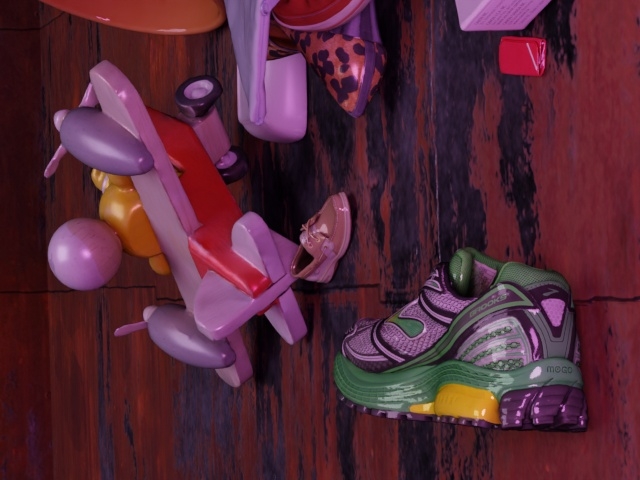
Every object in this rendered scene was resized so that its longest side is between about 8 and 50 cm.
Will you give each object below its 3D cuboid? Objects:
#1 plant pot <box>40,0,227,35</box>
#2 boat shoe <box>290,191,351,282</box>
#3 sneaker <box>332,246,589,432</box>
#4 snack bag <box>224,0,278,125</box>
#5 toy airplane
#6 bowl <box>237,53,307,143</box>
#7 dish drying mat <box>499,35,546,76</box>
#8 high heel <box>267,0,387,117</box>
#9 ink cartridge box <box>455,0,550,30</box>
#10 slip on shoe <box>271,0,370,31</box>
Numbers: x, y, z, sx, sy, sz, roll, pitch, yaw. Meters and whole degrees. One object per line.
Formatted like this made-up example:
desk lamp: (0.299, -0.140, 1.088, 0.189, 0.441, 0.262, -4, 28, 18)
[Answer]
plant pot: (-0.240, -0.405, 2.487, 0.291, 0.291, 0.203, 154, 129, -70)
boat shoe: (0.000, 0.000, 2.109, 0.135, 0.045, 0.050, 108, 153, -46)
sneaker: (0.121, 0.083, 1.654, 0.343, 0.134, 0.146, -5, 80, 63)
snack bag: (-0.063, -0.326, 1.940, 0.323, 0.037, 0.342, -105, 16, -51)
toy airplane: (-0.178, -0.003, 2.280, 0.384, 0.272, 0.386, 133, 114, -84)
bowl: (-0.060, -0.183, 2.271, 0.142, 0.053, 0.142, -176, 85, -73)
dish drying mat: (0.167, -0.153, 1.642, 0.083, 0.008, 0.032, -159, 68, -71)
high heel: (-0.014, -0.183, 2.049, 0.261, 0.093, 0.186, 146, 128, -59)
ink cartridge box: (0.167, -0.338, 1.535, 0.296, 0.066, 0.261, 134, 131, -65)
slip on shoe: (0.023, -0.289, 1.853, 0.331, 0.101, 0.123, 153, 126, -62)
